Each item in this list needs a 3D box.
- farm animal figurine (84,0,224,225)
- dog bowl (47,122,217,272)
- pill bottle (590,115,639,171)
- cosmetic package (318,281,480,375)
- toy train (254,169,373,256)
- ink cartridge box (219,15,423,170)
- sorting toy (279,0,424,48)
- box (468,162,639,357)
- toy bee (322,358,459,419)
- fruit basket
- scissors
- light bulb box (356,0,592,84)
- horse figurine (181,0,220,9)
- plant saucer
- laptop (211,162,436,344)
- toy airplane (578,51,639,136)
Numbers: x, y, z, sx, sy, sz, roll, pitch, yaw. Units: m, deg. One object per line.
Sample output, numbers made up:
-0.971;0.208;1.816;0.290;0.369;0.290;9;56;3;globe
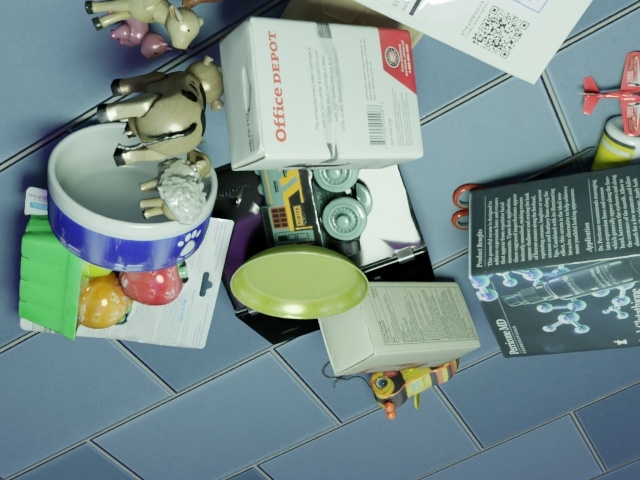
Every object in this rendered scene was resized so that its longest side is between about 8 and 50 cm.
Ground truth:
-0.216;-0.234;1.147;0.172;0.326;0.330;-11;139;5;farm animal figurine
-0.306;-0.074;1.286;0.265;0.264;0.104;6;132;-15;dog bowl
0.568;-0.135;1.498;0.103;0.103;0.184;-1;128;-9;pill bottle
0.156;0.171;1.562;0.296;0.153;0.129;5;150;-39;cosmetic package
-0.022;-0.124;1.345;0.190;0.142;0.333;-7;109;11;toy train
0.002;-0.207;1.156;0.273;0.196;0.114;-4;176;-32;ink cartridge box
0.048;-0.344;1.257;0.208;0.038;0.193;19;143;-19;sorting toy
0.501;0.042;1.470;0.396;0.211;0.293;-9;139;23;box
0.178;0.320;1.754;0.298;0.162;0.195;-31;128;15;toy bee
-0.362;0.057;1.451;0.353;0.165;0.327;5;127;-16;fruit basket
0.396;-0.100;1.553;0.297;0.021;0.109;-18;127;3;scissors
0.214;-0.464;1.053;0.361;0.225;0.358;22;125;-13;light bulb box
-0.138;-0.457;1.144;0.175;0.066;0.263;8;125;-10;horse figurine
-0.036;0.069;1.383;0.241;0.037;0.241;1;147;0;plant saucer
0.000;0.000;1.560;0.382;0.236;0.408;-19;157;6;laptop
0.532;-0.258;1.414;0.151;0.028;0.151;0;94;1;toy airplane
